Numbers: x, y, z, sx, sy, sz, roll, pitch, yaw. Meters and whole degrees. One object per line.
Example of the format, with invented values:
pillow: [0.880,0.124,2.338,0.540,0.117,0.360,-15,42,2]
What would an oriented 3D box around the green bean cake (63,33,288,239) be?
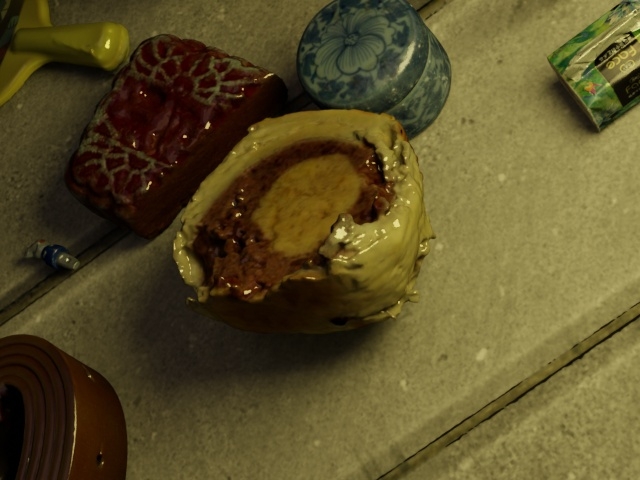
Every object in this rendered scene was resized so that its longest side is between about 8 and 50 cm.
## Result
green bean cake: [-0.171,-0.117,1.583,0.198,0.097,0.233,27,81,33]

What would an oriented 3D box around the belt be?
belt: [-0.333,0.274,1.470,0.217,0.122,0.339,5,70,26]

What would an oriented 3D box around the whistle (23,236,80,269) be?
whistle: [-0.315,0.019,1.632,0.083,0.029,0.033,19,58,35]

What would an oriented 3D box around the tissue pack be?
tissue pack: [0.294,-0.185,1.396,0.111,0.079,0.085,-36,56,8]

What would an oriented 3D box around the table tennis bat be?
table tennis bat: [-0.395,-0.251,1.784,0.368,0.054,0.224,8,73,33]

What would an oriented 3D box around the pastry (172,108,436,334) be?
pastry: [-0.005,-0.004,1.418,0.256,0.170,0.237,-11,43,27]

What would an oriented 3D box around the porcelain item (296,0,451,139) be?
porcelain item: [0.057,-0.187,1.494,0.147,0.114,0.147,-11,62,22]
